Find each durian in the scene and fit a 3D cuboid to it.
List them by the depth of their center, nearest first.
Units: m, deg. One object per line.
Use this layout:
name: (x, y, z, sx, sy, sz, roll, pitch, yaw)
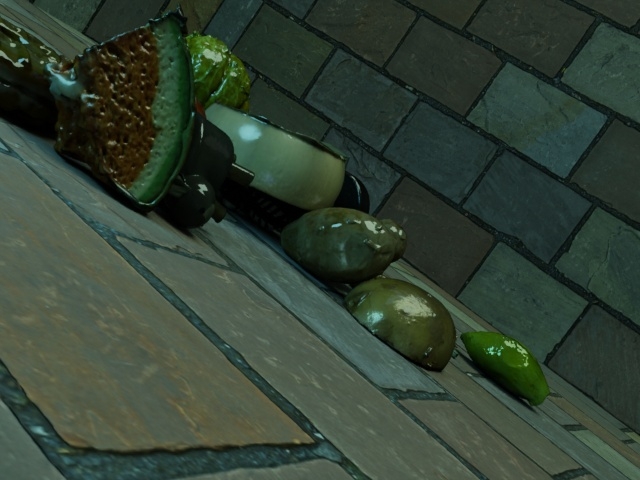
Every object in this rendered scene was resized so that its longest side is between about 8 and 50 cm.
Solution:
durian: (0.426, 0.288, 1.902, 0.250, 0.101, 0.139, 37, -29, 21)

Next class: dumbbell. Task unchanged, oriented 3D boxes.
dumbbell: (-0.024, -0.111, 2.050, 0.204, 0.203, 0.322, 38, 7, 26)

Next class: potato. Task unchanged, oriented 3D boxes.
potato: (0.167, 0.141, 1.581, 0.239, 0.116, 0.299, 32, 3, 17)

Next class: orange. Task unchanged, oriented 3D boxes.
orange: (-0.315, -0.339, 1.892, 0.301, 0.300, 0.223, 1, 36, -11)

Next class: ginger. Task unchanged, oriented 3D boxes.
ginger: (0.059, 0.006, 1.692, 0.245, 0.155, 0.304, -4, 2, 18)

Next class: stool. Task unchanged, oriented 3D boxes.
stool: (-0.206, -0.097, 1.320, 0.139, 0.153, 0.228, 34, 47, -38)

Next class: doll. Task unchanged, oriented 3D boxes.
doll: (-0.151, -0.079, 1.750, 0.219, 0.067, 0.091, 35, 9, -9)

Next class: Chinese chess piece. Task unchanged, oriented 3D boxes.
Chinese chess piece: (-0.110, -0.177, 1.732, 0.338, 0.140, 0.338, 24, 3, -1)

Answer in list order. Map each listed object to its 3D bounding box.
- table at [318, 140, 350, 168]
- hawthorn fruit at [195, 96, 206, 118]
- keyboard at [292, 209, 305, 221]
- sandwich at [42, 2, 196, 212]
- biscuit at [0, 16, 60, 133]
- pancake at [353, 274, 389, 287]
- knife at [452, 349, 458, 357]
table: (-0.025, -0.157, 2.331, 0.111, 0.240, 0.121, 8, 19, -32)
hawthorn fruit: (-0.305, -0.216, 1.568, 0.173, 0.173, 0.173, 34, 6, -4)
keyboard: (0.001, 0.000, 1.912, 0.262, 0.016, 0.106, 23, 57, -63)
sandwich: (-0.283, -0.183, 1.185, 0.212, 0.292, 0.109, -10, 4, -22)
biscuit: (-0.502, -0.284, 1.261, 0.332, 0.103, 0.332, 34, 5, -3)
pancake: (0.169, 0.135, 1.879, 0.250, 0.031, 0.250, 31, 12, -7)
knife: (0.225, 0.189, 1.922, 0.043, 0.020, 0.293, 30, 8, -49)
